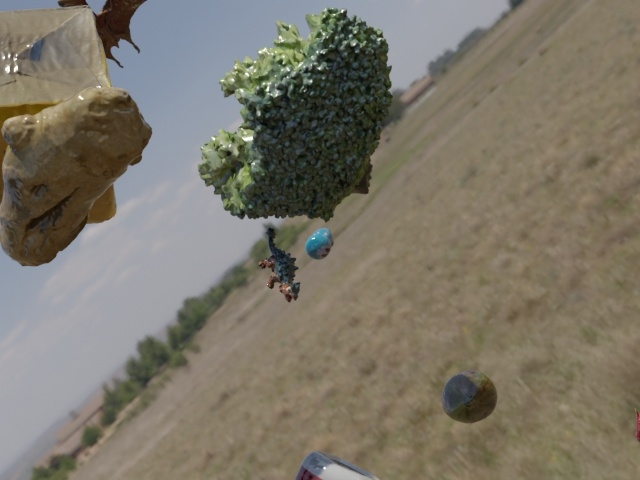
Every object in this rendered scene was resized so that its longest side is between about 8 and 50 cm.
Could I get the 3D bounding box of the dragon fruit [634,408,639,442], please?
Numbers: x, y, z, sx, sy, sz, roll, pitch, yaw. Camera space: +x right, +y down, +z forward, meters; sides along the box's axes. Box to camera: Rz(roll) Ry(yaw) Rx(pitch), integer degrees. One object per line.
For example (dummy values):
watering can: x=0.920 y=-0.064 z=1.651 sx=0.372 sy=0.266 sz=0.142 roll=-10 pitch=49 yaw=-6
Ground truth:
dragon fruit: x=0.647 y=0.324 z=1.748 sx=0.166 sy=0.133 sz=0.136 roll=-9 pitch=55 yaw=14

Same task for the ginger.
ginger: x=-0.369 y=-0.087 z=1.376 sx=0.190 sy=0.126 sz=0.354 roll=9 pitch=-44 yaw=-30

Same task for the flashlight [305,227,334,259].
flashlight: x=0.000 y=0.000 z=1.879 sx=0.051 sy=0.051 sz=0.129 roll=-42 pitch=7 yaw=16

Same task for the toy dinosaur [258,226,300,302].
toy dinosaur: x=-0.068 y=0.041 z=1.629 sx=0.055 sy=0.154 sz=0.049 roll=-39 pitch=-37 yaw=27

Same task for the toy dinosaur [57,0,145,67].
toy dinosaur: x=-0.443 y=-0.447 z=2.079 sx=0.327 sy=0.113 sz=0.207 roll=-23 pitch=-48 yaw=-22

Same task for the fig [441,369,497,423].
fig: x=0.288 y=0.302 z=1.882 sx=0.109 sy=0.103 sz=0.155 roll=-46 pitch=-7 yaw=-5

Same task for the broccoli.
broccoli: x=-0.041 y=-0.189 z=1.607 sx=0.277 sy=0.338 sz=0.317 roll=-12 pitch=6 yaw=-29

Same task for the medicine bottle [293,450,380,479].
medicine bottle: x=-0.010 y=0.444 z=1.432 sx=0.131 sy=0.131 sz=0.250 roll=153 pitch=141 yaw=-83

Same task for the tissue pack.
tissue pack: x=-0.512 y=-0.194 z=1.698 sx=0.293 sy=0.228 sz=0.382 roll=-7 pitch=-31 yaw=-16
